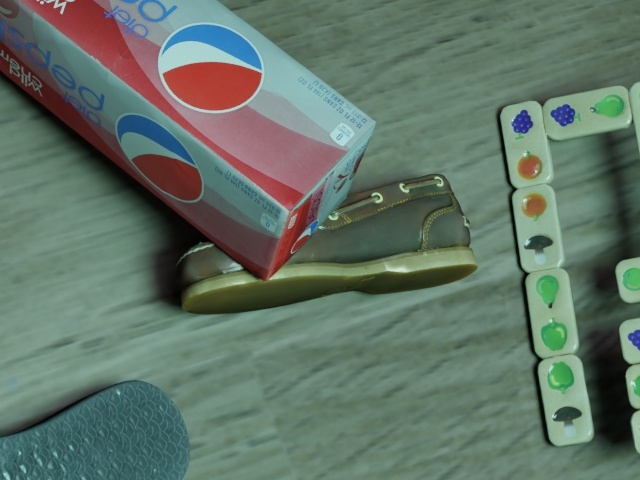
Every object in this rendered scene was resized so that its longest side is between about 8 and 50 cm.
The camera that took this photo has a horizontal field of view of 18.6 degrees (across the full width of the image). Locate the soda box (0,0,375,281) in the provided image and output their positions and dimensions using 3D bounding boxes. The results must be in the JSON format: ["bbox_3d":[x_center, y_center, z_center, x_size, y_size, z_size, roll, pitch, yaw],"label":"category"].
[{"bbox_3d":[-0.100,-0.099,1.125,0.263,0.092,0.083,38,62,10],"label":"soda box"}]

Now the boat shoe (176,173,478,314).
[{"bbox_3d":[0.000,0.000,1.199,0.207,0.073,0.073,-7,76,-34],"label":"boat shoe"}]

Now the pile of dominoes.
[{"bbox_3d":[0.223,0.010,1.247,0.196,0.040,0.251,-12,75,16],"label":"pile of dominoes"}]

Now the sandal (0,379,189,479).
[{"bbox_3d":[-0.186,0.148,1.078,0.254,0.054,0.097,-12,82,-38],"label":"sandal"}]
